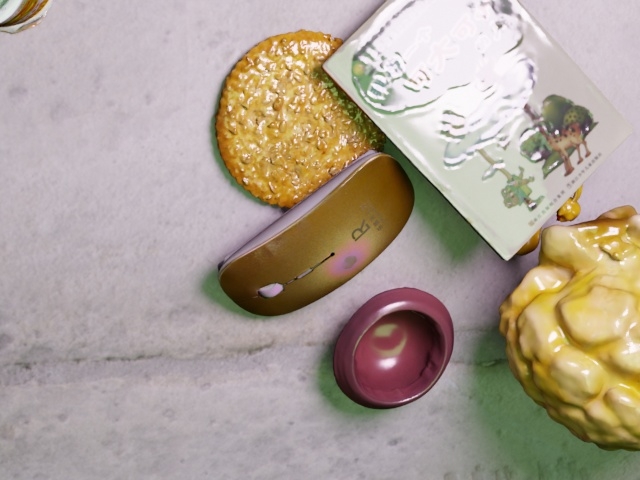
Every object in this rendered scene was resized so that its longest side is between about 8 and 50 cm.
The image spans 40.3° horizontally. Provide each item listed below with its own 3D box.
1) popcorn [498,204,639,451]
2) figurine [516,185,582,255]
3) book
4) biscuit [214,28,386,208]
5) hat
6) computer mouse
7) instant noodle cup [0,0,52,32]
[{"bbox_3d":[0.451,0.139,1.258,0.390,0.344,0.354,24,64,-1],"label":"popcorn"},{"bbox_3d":[0.324,-0.054,1.289,0.121,0.122,0.176,-23,130,-45],"label":"figurine"},{"bbox_3d":[0.218,-0.191,1.186,0.371,0.043,0.260,45,87,-8],"label":"book"},{"bbox_3d":[-0.024,-0.162,1.214,0.253,0.035,0.254,-4,112,-11],"label":"biscuit"},{"bbox_3d":[0.108,0.163,1.338,0.205,0.089,0.206,-5,109,-16],"label":"hat"},{"bbox_3d":[0.000,0.000,1.241,0.310,0.072,0.158,-36,135,4],"label":"computer mouse"},{"bbox_3d":[-0.385,-0.309,0.994,0.168,0.185,0.169,-4,111,-11],"label":"instant noodle cup"}]
